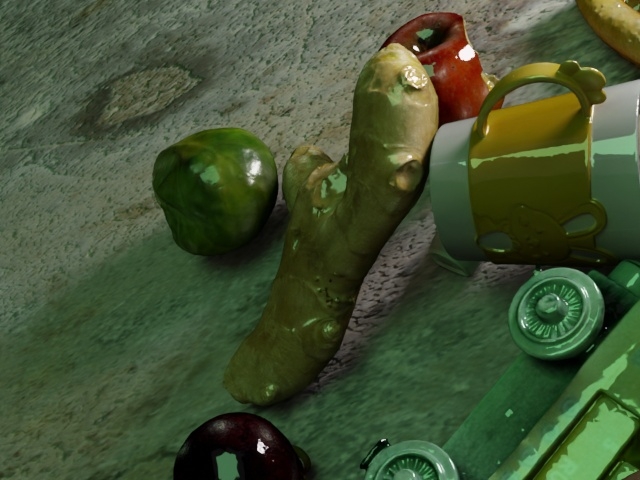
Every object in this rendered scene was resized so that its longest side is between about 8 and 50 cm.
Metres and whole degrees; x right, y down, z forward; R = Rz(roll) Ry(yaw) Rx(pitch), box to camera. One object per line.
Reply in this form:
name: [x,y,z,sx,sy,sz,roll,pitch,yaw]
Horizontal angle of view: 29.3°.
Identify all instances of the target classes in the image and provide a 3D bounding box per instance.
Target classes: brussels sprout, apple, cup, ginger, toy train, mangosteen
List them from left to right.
brussels sprout: [-0.131,-0.066,1.549,0.180,0.143,0.162,35,119,38]
mangosteen: [-0.076,0.252,1.269,0.152,0.152,0.153,-19,48,23]
ginger: [0.020,0.001,1.339,0.363,0.122,0.348,-28,50,57]
apple: [0.135,-0.167,1.420,0.156,0.158,0.147,18,55,44]
cup: [0.227,-0.078,1.209,0.226,0.241,0.185,-6,43,26]
toy train: [0.216,0.202,1.081,0.397,0.160,0.253,-49,51,-6]

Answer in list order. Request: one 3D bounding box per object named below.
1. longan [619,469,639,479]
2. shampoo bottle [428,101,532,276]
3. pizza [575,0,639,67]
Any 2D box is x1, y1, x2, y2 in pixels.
longan: [0.305,0.274,0.828,0.318,0.319,0.319,-19,48,23]
shampoo bottle: [0.199,-0.059,1.368,0.072,0.049,0.212,26,75,47]
pizza: [0.411,-0.264,1.357,0.182,0.074,0.365,-49,44,6]
